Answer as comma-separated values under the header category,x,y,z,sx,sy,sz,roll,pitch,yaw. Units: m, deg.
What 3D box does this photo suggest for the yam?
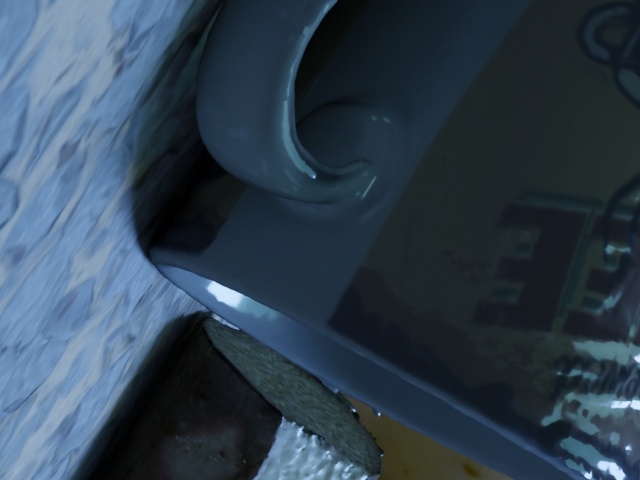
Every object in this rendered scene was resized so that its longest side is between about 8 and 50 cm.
category,x,y,z,sx,sy,sz,roll,pitch,yaw
yam,-0.075,0.169,1.036,0.238,0.129,0.128,-55,-177,4

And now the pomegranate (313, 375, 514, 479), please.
category,x,y,z,sx,sy,sz,roll,pitch,yaw
pomegranate,0.156,0.178,1.648,0.411,0.411,0.411,-56,173,-11

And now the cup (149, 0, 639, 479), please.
category,x,y,z,sx,sy,sz,roll,pitch,yaw
cup,0.063,-0.059,0.812,0.301,0.227,0.257,37,77,-53
